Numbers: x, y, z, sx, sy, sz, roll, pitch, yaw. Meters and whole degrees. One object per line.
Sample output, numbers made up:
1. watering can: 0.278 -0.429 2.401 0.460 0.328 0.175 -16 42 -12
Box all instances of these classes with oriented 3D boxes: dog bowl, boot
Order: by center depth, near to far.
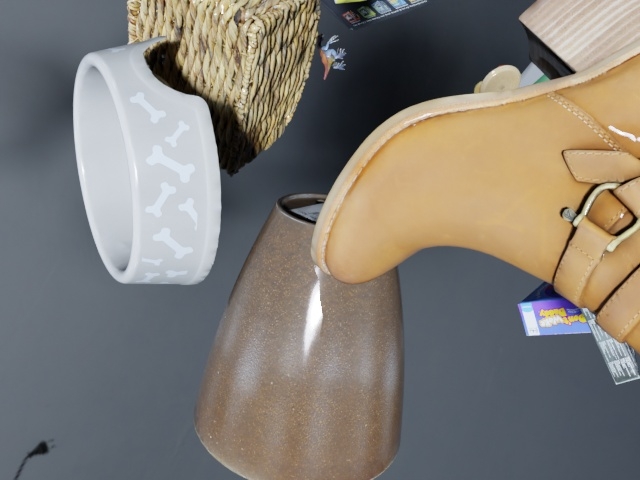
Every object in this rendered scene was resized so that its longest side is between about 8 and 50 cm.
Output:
1. boot: 0.141 -0.003 0.388 0.283 0.220 0.109 -39 155 15
2. dog bowl: -0.251 -0.099 0.863 0.102 0.349 0.348 -11 109 -30

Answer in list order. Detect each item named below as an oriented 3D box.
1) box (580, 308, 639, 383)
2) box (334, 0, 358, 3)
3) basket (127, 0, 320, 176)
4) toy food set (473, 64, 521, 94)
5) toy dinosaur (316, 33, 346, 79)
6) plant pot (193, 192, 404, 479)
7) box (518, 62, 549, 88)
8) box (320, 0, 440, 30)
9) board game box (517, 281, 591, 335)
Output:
1. box: 0.475 0.119 1.062 0.190 0.045 0.184 65 23 0
2. box: 0.027 -0.496 0.984 0.058 0.087 0.232 -11 74 -14
3. basket: -0.148 -0.297 0.978 0.213 0.223 0.299 -49 165 -39
4. toy food set: 0.332 -0.288 1.165 0.082 0.020 0.083 13 128 -31
5. toy dinosaur: 0.010 -0.329 1.095 0.090 0.082 0.047 -37 140 -25
6. plant pot: -0.005 0.079 0.613 0.215 0.215 0.230 -14 121 -46
7. box: 0.522 -0.373 1.301 0.058 0.232 0.322 36 97 -16
8. box: 0.104 -0.574 1.206 0.318 0.395 0.097 33 71 -37
9. board game box: 0.636 0.110 1.431 0.347 0.233 0.078 -23 99 -46
